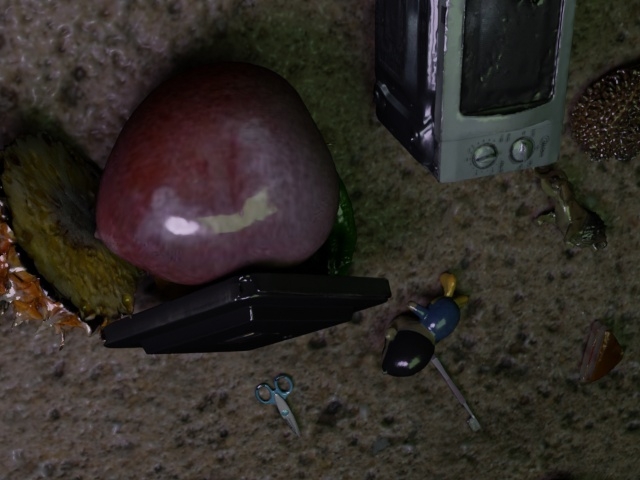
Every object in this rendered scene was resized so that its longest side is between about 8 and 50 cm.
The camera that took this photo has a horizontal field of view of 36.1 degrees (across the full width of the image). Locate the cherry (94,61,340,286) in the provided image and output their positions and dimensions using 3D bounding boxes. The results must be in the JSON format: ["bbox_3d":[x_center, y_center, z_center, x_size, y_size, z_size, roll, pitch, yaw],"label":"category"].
[{"bbox_3d":[-0.117,-0.072,1.129,0.307,0.221,0.261,-24,86,-17],"label":"cherry"}]

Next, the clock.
[{"bbox_3d":[-0.088,0.098,1.214,0.278,0.049,0.273,-20,164,38],"label":"clock"}]

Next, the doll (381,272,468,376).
[{"bbox_3d":[0.147,0.132,1.457,0.179,0.089,0.102,-49,128,-20],"label":"doll"}]

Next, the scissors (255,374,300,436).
[{"bbox_3d":[-0.055,0.252,1.475,0.058,0.014,0.119,-25,121,-3],"label":"scissors"}]

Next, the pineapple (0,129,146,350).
[{"bbox_3d":[-0.384,0.042,1.128,0.271,0.263,0.262,-26,126,17],"label":"pineapple"}]

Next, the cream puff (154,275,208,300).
[{"bbox_3d":[-0.142,0.037,1.260,0.143,0.103,0.126,-11,158,-16],"label":"cream puff"}]

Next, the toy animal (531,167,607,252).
[{"bbox_3d":[0.353,-0.046,1.451,0.086,0.069,0.220,-56,131,-13],"label":"toy animal"}]

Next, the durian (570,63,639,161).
[{"bbox_3d":[0.449,-0.185,1.396,0.148,0.091,0.189,20,106,-30],"label":"durian"}]

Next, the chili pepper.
[{"bbox_3d":[-0.001,0.000,1.321,0.099,0.083,0.253,-14,126,-14],"label":"chili pepper"}]

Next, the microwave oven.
[{"bbox_3d":[0.167,-0.249,1.155,0.181,0.237,0.295,-12,123,-16],"label":"microwave oven"}]

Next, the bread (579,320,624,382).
[{"bbox_3d":[0.475,0.186,1.639,0.062,0.043,0.109,2,115,-22],"label":"bread"}]

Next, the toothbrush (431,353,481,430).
[{"bbox_3d":[0.219,0.248,1.585,0.017,0.014,0.194,-33,125,-2],"label":"toothbrush"}]
